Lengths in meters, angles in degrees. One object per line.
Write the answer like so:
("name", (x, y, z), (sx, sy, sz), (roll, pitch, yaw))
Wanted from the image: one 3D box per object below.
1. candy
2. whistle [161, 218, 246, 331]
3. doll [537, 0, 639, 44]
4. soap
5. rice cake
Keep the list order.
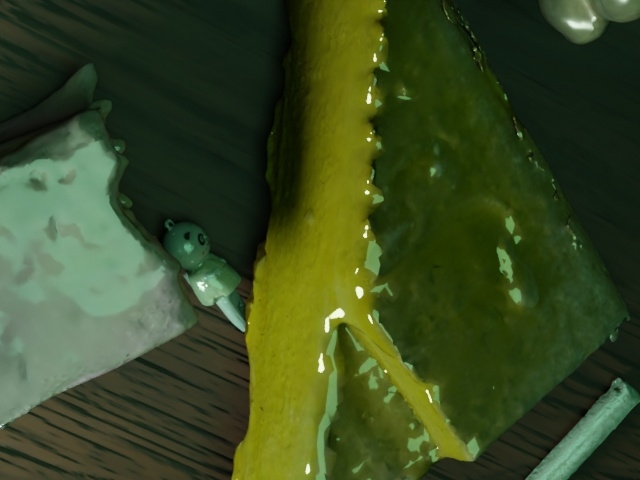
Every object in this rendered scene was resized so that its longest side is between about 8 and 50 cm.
("candy", (-0.200, 0.008, 1.255), (0.195, 0.137, 0.185), (-25, 106, -6))
("whistle", (-0.080, 0.024, 1.341), (0.035, 0.035, 0.100), (-38, 109, -4))
("doll", (0.242, -0.360, 1.241), (0.382, 0.252, 0.379), (-37, 107, -11))
("soap", (0.000, 0.000, 1.280), (0.304, 0.169, 0.339), (-38, 108, -19))
("rice cake", (0.198, 0.156, 1.444), (0.022, 0.021, 0.121), (42, 91, -23))
